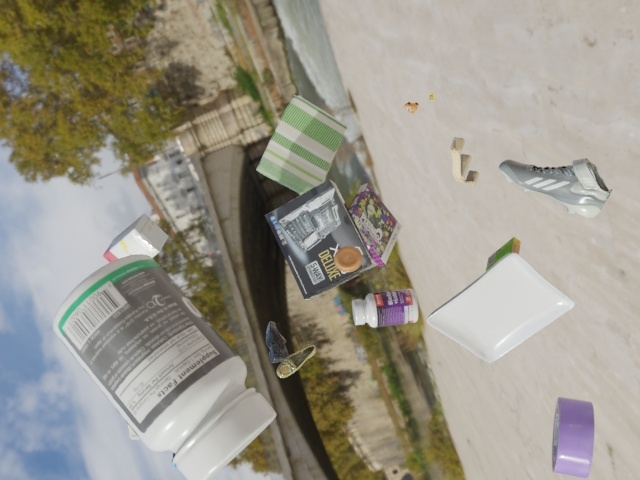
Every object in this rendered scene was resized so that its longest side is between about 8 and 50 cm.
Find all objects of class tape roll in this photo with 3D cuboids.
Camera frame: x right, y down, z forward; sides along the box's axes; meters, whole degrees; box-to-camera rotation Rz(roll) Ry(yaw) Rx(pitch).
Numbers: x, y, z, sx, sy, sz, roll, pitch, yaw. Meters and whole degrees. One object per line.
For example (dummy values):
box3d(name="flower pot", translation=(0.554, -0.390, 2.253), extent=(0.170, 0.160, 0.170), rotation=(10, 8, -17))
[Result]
box3d(name="tape roll", translation=(0.635, 0.495, 1.511), extent=(0.189, 0.080, 0.189), rotation=(5, -90, -71))

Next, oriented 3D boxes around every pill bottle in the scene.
box3d(name="pill bottle", translation=(-0.255, 0.214, 1.001), extent=(0.361, 0.204, 0.204), rotation=(47, 175, 11))
box3d(name="pill bottle", translation=(0.199, 0.213, 1.868), extent=(0.108, 0.193, 0.108), rotation=(173, 90, -86))

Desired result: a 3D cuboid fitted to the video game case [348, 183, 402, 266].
box3d(name="video game case", translation=(0.191, -0.057, 2.186), extent=(0.232, 0.042, 0.210), rotation=(49, -133, -22))

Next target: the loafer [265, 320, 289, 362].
box3d(name="loafer", translation=(-0.151, 0.354, 2.082), extent=(0.170, 0.061, 0.062), rotation=(-105, 29, -43))

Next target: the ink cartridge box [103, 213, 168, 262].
box3d(name="ink cartridge box", translation=(-0.668, 0.017, 2.175), extent=(0.127, 0.176, 0.128), rotation=(46, -159, -20))

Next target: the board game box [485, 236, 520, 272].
box3d(name="board game box", translation=(0.527, 0.111, 1.765), extent=(0.039, 0.124, 0.259), rotation=(35, -134, -4))

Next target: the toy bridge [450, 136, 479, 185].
box3d(name="toy bridge", translation=(0.334, -0.172, 1.409), extent=(0.026, 0.063, 0.188), rotation=(16, 167, 30))

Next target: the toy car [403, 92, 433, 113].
box3d(name="toy car", translation=(0.378, -0.526, 2.306), extent=(0.122, 0.060, 0.040), rotation=(-27, 65, 50))

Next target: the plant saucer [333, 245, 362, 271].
box3d(name="plant saucer", translation=(0.080, 0.052, 1.731), extent=(0.013, 0.083, 0.083), rotation=(73, 174, -60))

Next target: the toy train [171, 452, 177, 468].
box3d(name="toy train", translation=(-0.314, 0.535, 1.547), extent=(0.105, 0.184, 0.080), rotation=(22, -148, -26))

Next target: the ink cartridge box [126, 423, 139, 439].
box3d(name="ink cartridge box", translation=(-0.493, 0.490, 1.770), extent=(0.175, 0.127, 0.072), rotation=(-101, 14, -51))

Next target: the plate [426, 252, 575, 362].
box3d(name="plate", translation=(0.444, 0.167, 1.490), extent=(0.277, 0.278, 0.045), rotation=(33, -154, -30))

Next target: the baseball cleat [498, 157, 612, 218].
box3d(name="baseball cleat", translation=(0.452, -0.126, 1.148), extent=(0.206, 0.072, 0.109), rotation=(29, 128, 14))

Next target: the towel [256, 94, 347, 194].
box3d(name="towel", translation=(-0.059, -0.331, 2.136), extent=(0.248, 0.325, 0.038), rotation=(29, 164, -21))

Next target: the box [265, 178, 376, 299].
box3d(name="box", translation=(0.000, 0.000, 1.883), extent=(0.307, 0.242, 0.076), rotation=(65, -168, 13))

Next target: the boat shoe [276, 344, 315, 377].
box3d(name="boat shoe", translation=(-0.079, 0.397, 1.983), extent=(0.056, 0.153, 0.048), rotation=(55, 165, 12))
